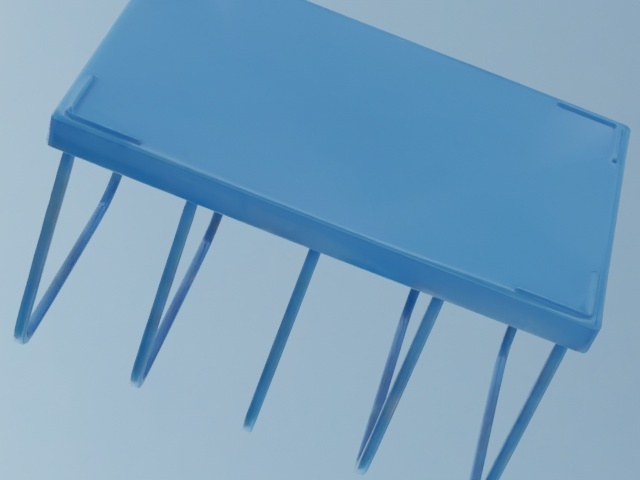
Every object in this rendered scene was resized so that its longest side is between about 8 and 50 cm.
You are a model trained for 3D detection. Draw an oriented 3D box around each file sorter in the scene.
[{"bbox_3d":[0.000,0.000,0.586,0.170,0.118,0.104,21,-53,0],"label":"file sorter"}]
